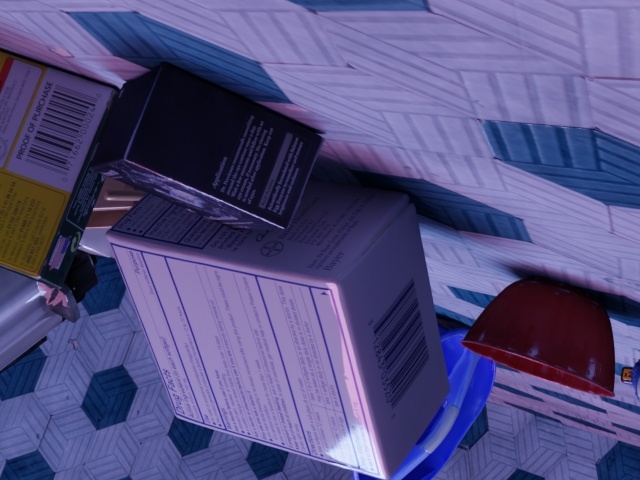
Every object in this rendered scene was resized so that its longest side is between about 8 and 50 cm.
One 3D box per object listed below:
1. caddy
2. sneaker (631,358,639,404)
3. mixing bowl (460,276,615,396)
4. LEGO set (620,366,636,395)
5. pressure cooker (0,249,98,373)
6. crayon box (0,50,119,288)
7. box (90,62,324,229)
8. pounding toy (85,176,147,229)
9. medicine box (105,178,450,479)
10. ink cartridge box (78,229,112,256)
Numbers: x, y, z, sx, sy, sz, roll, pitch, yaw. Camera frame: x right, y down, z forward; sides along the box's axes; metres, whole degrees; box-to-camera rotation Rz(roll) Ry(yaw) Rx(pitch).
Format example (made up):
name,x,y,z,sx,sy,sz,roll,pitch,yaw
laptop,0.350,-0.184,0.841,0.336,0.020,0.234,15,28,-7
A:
name,x,y,z,sx,sy,sz,roll,pitch,yaw
caddy,0.160,0.286,2.244,0.241,0.341,0.179,32,-177,-44
sneaker,0.519,0.203,1.545,0.330,0.130,0.147,24,-173,-6
mixing bowl,0.258,0.101,1.474,0.181,0.098,0.181,19,172,3
LEGO set,0.525,0.201,1.772,0.244,0.060,0.182,10,168,6
pressure cooker,-0.570,0.036,2.049,0.370,0.420,0.375,54,155,-8
crayon box,-0.373,-0.100,1.303,0.318,0.202,0.081,20,173,9
box,-0.105,-0.078,1.167,0.158,0.093,0.156,24,172,-19
pounding toy,-0.239,-0.077,1.571,0.206,0.094,0.181,-3,170,5
medicine box,-0.040,0.076,1.354,0.289,0.149,0.263,11,132,32
ink cartridge box,-0.323,-0.043,1.794,0.090,0.143,0.092,24,172,-26
